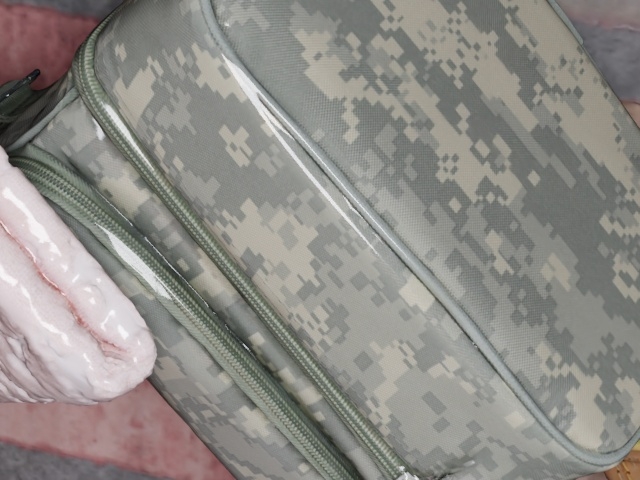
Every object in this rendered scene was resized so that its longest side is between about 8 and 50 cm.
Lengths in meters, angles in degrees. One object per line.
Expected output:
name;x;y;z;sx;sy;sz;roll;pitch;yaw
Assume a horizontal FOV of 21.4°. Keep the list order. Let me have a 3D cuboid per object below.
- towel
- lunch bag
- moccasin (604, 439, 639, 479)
towel;-0.235;-0.042;0.818;0.317;0.053;0.332;51;160;-12
lunch bag;0.000;0.000;0.810;0.305;0.212;0.256;49;136;-11
moccasin;0.292;0.032;0.782;0.380;0.139;0.147;-22;122;35
